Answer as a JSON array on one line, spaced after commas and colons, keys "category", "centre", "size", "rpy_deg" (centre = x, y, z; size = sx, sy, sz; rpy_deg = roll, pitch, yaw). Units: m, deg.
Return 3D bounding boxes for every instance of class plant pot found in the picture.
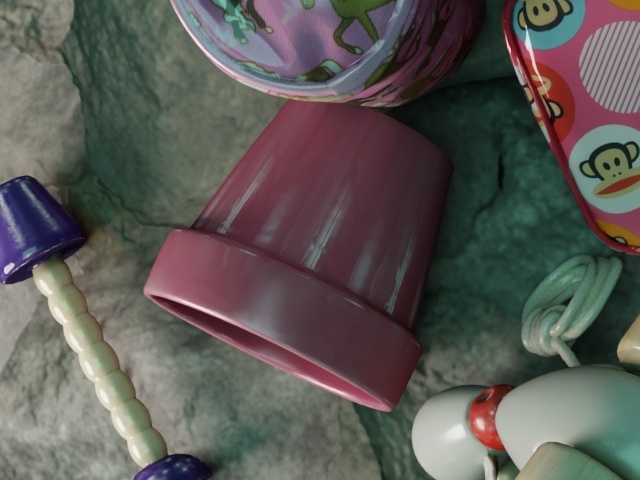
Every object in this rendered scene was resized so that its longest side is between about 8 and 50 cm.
[{"category": "plant pot", "centre": [0.000, 0.000, 1.329], "size": [0.201, 0.201, 0.180], "rpy_deg": [23, 82, 16]}]

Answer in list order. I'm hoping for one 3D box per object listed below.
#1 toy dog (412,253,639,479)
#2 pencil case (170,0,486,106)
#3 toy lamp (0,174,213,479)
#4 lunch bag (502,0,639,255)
[{"category": "toy dog", "centre": [0.186, 0.149, 1.225], "size": [0.220, 0.333, 0.161], "rpy_deg": [-44, 99, 3]}, {"category": "pencil case", "centre": [0.016, -0.172, 1.208], "size": [0.167, 0.386, 0.160], "rpy_deg": [22, 99, 7]}, {"category": "toy lamp", "centre": [-0.180, 0.078, 1.441], "size": [0.080, 0.080, 0.274], "rpy_deg": [-30, 83, 16]}, {"category": "lunch bag", "centre": [0.289, -0.116, 1.240], "size": [0.293, 0.120, 0.258], "rpy_deg": [-20, 109, 17]}]
